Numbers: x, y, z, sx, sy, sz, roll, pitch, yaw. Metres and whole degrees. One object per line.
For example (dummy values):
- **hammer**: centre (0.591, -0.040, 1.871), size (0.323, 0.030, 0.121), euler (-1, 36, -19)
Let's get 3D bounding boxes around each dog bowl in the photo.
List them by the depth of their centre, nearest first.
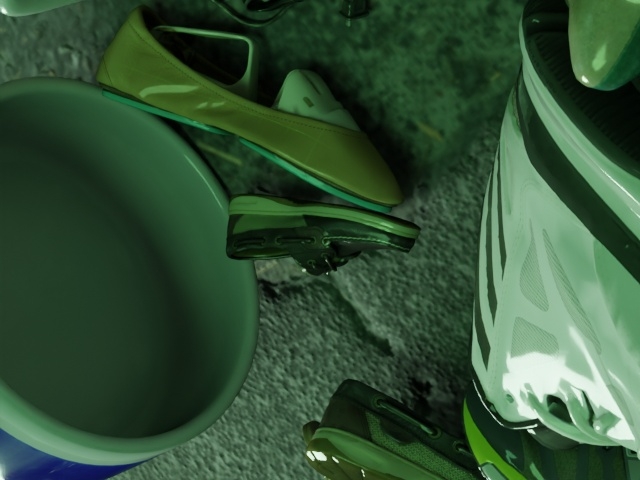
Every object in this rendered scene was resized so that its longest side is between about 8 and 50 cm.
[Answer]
- **dog bowl**: centre (-0.175, 0.030, 1.317), size (0.104, 0.265, 0.265), euler (-31, 98, 43)

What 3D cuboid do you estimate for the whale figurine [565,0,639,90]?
- **whale figurine**: centre (0.227, -0.184, 0.978), size (0.141, 0.216, 0.272), euler (24, 124, -16)

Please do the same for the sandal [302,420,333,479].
- **sandal**: centre (0.085, 0.202, 1.394), size (0.079, 0.088, 0.240), euler (-32, 106, 10)

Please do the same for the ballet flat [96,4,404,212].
- **ballet flat**: centre (-0.042, -0.091, 1.287), size (0.232, 0.080, 0.073), euler (24, 98, 17)

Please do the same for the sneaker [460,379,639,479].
- **sneaker**: centre (0.229, 0.150, 1.246), size (0.300, 0.111, 0.121), euler (27, 110, 18)

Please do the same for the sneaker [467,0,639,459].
- **sneaker**: centre (0.219, 0.085, 1.090), size (0.257, 0.169, 0.447), euler (103, 149, -51)

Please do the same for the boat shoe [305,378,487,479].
- **boat shoe**: centre (0.102, 0.158, 1.325), size (0.223, 0.073, 0.080), euler (22, 163, -6)

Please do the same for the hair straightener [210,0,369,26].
- **hair straightener**: centre (-0.008, -0.169, 1.229), size (0.230, 0.047, 0.089), euler (-10, 111, 37)

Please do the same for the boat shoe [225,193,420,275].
- **boat shoe**: centre (0.000, 0.000, 1.316), size (0.152, 0.056, 0.049), euler (7, 84, 40)

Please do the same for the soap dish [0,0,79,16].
- **soap dish**: centre (-0.113, -0.279, 1.066), size (0.118, 0.229, 0.291), euler (38, 134, 31)
